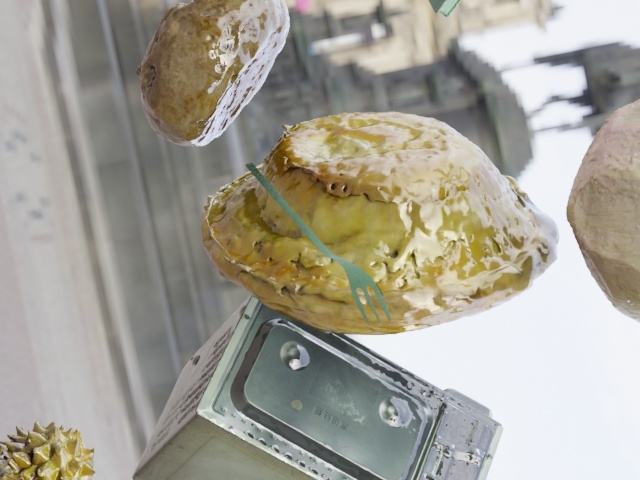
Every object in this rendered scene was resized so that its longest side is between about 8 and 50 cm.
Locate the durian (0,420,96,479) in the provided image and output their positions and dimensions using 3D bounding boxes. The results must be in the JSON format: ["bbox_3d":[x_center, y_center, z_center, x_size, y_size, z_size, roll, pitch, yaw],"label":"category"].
[{"bbox_3d":[-0.361,0.261,1.971,0.224,0.140,0.078,18,-21,41],"label":"durian"}]

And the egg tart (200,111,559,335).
[{"bbox_3d":[0.070,-0.048,2.025,0.443,0.443,0.178,-110,-161,-61],"label":"egg tart"}]

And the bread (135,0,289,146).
[{"bbox_3d":[-0.138,-0.224,2.052,0.123,0.230,0.230,34,-12,6],"label":"bread"}]

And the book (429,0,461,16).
[{"bbox_3d":[0.123,-0.272,1.536,0.103,0.017,0.135,-52,-150,22],"label":"book"}]

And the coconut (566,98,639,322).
[{"bbox_3d":[0.422,-0.031,1.848,0.254,0.297,0.297,26,-49,56],"label":"coconut"}]

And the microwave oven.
[{"bbox_3d":[-0.006,0.284,2.285,0.333,0.394,0.247,-47,-165,53],"label":"microwave oven"}]

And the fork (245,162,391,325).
[{"bbox_3d":[0.001,-0.001,1.684,0.235,0.039,0.021,51,42,-27],"label":"fork"}]
